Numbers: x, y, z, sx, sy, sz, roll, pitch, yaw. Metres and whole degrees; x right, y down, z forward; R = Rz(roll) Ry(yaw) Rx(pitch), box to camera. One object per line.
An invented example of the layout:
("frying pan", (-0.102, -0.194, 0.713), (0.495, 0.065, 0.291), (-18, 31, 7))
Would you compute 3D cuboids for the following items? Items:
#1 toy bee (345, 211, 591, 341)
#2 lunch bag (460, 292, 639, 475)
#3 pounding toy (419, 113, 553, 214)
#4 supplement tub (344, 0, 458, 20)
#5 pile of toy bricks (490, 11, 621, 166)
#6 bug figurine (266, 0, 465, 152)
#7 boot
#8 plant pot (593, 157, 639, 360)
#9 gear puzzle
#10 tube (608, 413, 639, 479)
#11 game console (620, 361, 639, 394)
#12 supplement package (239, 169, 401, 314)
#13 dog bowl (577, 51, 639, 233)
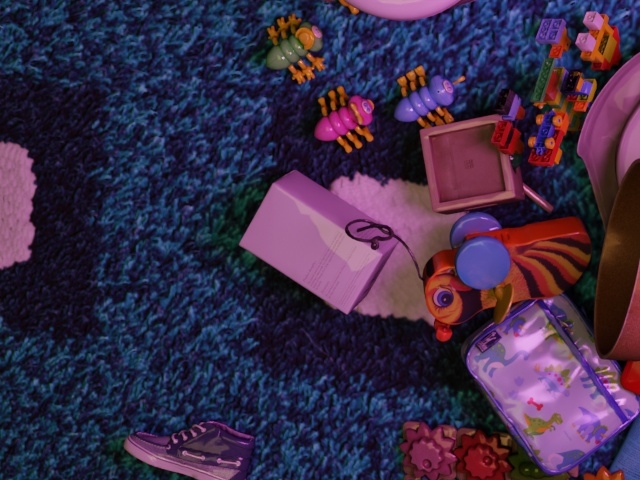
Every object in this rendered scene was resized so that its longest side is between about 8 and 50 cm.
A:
("toy bee", (0.195, 0.046, 1.925), (0.298, 0.195, 0.162), (8, 118, 19))
("lunch bag", (0.304, 0.180, 1.957), (0.176, 0.090, 0.219), (-34, 91, -1))
("pounding toy", (0.218, -0.091, 1.946), (0.141, 0.100, 0.130), (-10, 85, 18))
("supplement tub", (0.128, -0.387, 1.773), (0.228, 0.316, 0.228), (4, 105, 17))
("pile of toy bricks", (0.305, -0.177, 1.881), (0.118, 0.105, 0.212), (8, 70, 43))
("bug figurine", (0.048, -0.239, 1.968), (0.216, 0.072, 0.279), (-33, 92, 22))
("boot", (-0.190, 0.297, 2.186), (0.190, 0.069, 0.086), (18, 101, 5))
("plant pot", (0.469, 0.044, 1.723), (0.254, 0.237, 0.237), (11, 107, 1))
("gear puzzle", (0.266, 0.349, 2.041), (0.339, 0.044, 0.175), (4, 104, 22))
("tube", (0.434, 0.277, 1.981), (0.080, 0.052, 0.207), (28, 117, 23))
("game console", (0.475, 0.149, 1.914), (0.144, 0.085, 0.124), (21, 109, 13))
("supplement package", (0.000, 0.000, 2.024), (0.179, 0.105, 0.105), (33, 112, 8))
("dog bowl", (0.496, -0.094, 1.840), (0.349, 0.102, 0.349), (5, 105, 18))
